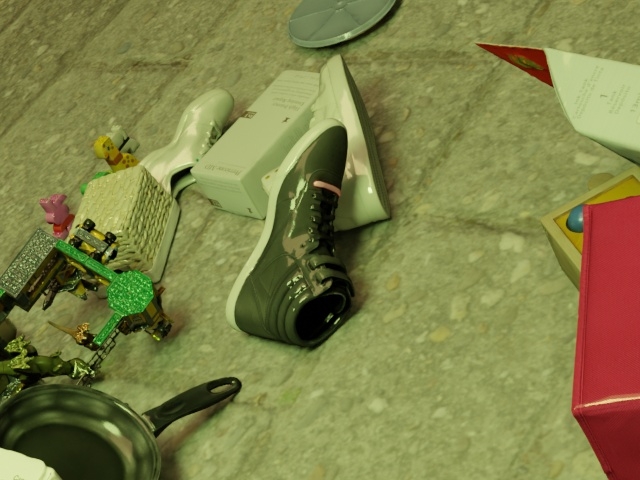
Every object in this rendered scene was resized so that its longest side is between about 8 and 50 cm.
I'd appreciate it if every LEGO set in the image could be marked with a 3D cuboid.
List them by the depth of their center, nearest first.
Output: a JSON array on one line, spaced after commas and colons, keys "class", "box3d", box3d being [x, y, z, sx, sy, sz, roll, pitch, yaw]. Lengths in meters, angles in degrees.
[{"class": "LEGO set", "box3d": [-0.347, 0.153, 1.713, 0.255, 0.192, 0.331, 22, 71, 15]}, {"class": "LEGO set", "box3d": [-0.352, -0.110, 2.062, 0.087, 0.093, 0.227, 3, 47, 37]}]

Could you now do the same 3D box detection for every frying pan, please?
[{"class": "frying pan", "box3d": [-0.251, 0.212, 1.507, 0.197, 0.053, 0.326, 31, 35, 9]}]

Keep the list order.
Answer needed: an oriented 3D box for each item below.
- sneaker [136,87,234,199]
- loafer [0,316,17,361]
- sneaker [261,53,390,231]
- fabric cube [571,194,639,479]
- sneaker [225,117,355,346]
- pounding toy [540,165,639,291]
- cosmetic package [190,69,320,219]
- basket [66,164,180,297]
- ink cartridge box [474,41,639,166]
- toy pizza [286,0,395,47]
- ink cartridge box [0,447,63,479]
[{"class": "sneaker", "box3d": [-0.188, -0.141, 2.013, 0.094, 0.080, 0.212, 26, 70, 37]}, {"class": "loafer", "box3d": [-0.549, 0.109, 1.931, 0.130, 0.133, 0.366, -33, 39, -22]}, {"class": "sneaker", "box3d": [-0.012, -0.126, 1.798, 0.169, 0.108, 0.292, -21, 49, 14]}, {"class": "fabric cube", "box3d": [0.383, 0.108, 1.128, 0.258, 0.259, 0.254, -12, 41, 26]}, {"class": "sneaker", "box3d": [0.000, 0.000, 1.616, 0.147, 0.104, 0.295, 24, 91, 42]}, {"class": "pounding toy", "box3d": [0.344, -0.032, 1.467, 0.181, 0.094, 0.206, -30, 36, 2]}, {"class": "cosmetic package", "box3d": [-0.068, -0.143, 1.909, 0.117, 0.085, 0.231, 12, 52, 44]}, {"class": "basket", "box3d": [-0.288, -0.017, 1.894, 0.113, 0.103, 0.167, -16, 39, 21]}, {"class": "ink cartridge box", "box3d": [0.359, -0.095, 1.367, 0.385, 0.308, 0.091, 26, 92, 60]}, {"class": "toy pizza", "box3d": [0.039, -0.377, 2.158, 0.201, 0.032, 0.201, -18, 37, 15]}, {"class": "ink cartridge box", "box3d": [-0.291, 0.335, 1.315, 0.207, 0.283, 0.117, 7, 49, 41]}]
